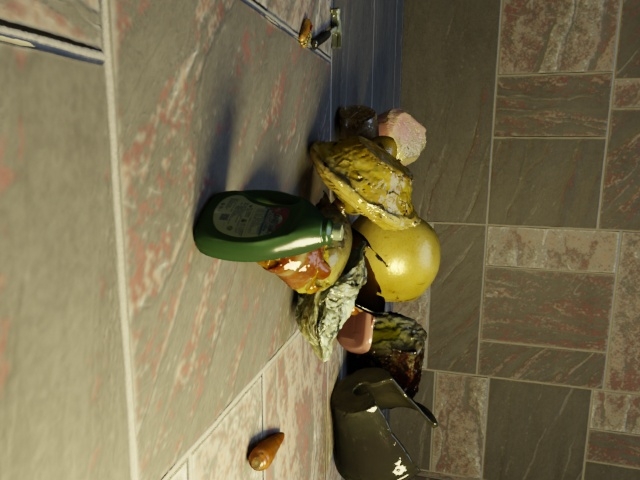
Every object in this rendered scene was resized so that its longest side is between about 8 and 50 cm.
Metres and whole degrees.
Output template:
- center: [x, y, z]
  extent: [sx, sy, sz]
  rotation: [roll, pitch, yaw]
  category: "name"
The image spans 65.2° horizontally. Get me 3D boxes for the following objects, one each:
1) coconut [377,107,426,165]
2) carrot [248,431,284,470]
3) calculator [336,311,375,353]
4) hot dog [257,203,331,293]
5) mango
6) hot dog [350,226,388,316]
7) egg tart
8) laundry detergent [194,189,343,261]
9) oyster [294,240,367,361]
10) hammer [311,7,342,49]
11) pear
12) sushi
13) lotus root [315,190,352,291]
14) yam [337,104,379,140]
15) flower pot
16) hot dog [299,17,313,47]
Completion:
- center: [0.257, -0.366, 1.884]
  extent: [0.233, 0.245, 0.232]
  rotation: [5, 81, -34]
  category: "coconut"
- center: [-0.103, 0.429, 1.046]
  extent: [0.216, 0.048, 0.048]
  rotation: [34, 60, -79]
  category: "carrot"
- center: [0.110, 0.244, 1.579]
  extent: [0.330, 0.048, 0.219]
  rotation: [149, -51, -74]
  category: "calculator"
- center: [-0.044, 0.021, 0.917]
  extent: [0.262, 0.093, 0.123]
  rotation: [36, 67, -42]
  category: "hot dog"
- center: [0.142, -0.199, 1.520]
  extent: [0.167, 0.130, 0.261]
  rotation: [1, 123, -49]
  category: "mango"
- center: [0.088, 0.105, 1.452]
  extent: [0.107, 0.194, 0.325]
  rotation: [-57, -165, 36]
  category: "hot dog"
- center: [0.128, -0.167, 1.277]
  extent: [0.132, 0.341, 0.341]
  rotation: [-51, 178, 22]
  category: "egg tart"
- center: [-0.069, -0.026, 0.739]
  extent: [0.137, 0.211, 0.062]
  rotation: [-73, 159, -46]
  category: "laundry detergent"
- center: [0.026, 0.128, 1.214]
  extent: [0.162, 0.158, 0.350]
  rotation: [104, 1, -50]
  category: "oyster"
- center: [0.017, -0.538, 1.324]
  extent: [0.246, 0.029, 0.102]
  rotation: [-65, 153, -52]
  category: "hammer"
- center: [0.244, 0.052, 1.716]
  extent: [0.348, 0.349, 0.347]
  rotation: [3, 90, -75]
  category: "pear"
- center: [0.265, 0.455, 1.960]
  extent: [0.299, 0.282, 0.293]
  rotation: [-74, 165, -62]
  category: "sushi"
- center: [0.002, 0.002, 1.136]
  extent: [0.278, 0.154, 0.153]
  rotation: [-73, 160, -46]
  category: "lotus root"
- center: [0.126, -0.314, 1.595]
  extent: [0.129, 0.128, 0.238]
  rotation: [47, -23, 42]
  category: "yam"
- center: [0.170, 0.589, 1.668]
  extent: [0.250, 0.380, 0.379]
  rotation: [64, 25, -19]
  category: "flower pot"
- center: [-0.032, -0.480, 1.156]
  extent: [0.037, 0.021, 0.083]
  rotation: [65, 30, -59]
  category: "hot dog"
